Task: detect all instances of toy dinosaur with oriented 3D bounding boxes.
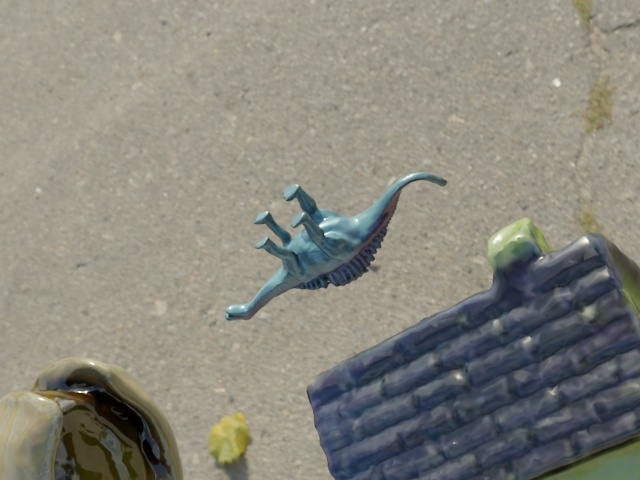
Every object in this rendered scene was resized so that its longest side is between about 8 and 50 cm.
[{"bbox_3d":[0.000,0.000,0.705,0.197,0.080,0.045,-34,38,17],"label":"toy dinosaur"}]

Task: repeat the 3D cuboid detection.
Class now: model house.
[{"bbox_3d":[0.110,0.101,0.523,0.194,0.211,0.170,-30,13,27],"label":"model house"}]

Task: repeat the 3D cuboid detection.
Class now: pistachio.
[{"bbox_3d":[-0.174,0.186,0.696,0.153,0.138,0.237,28,127,19],"label":"pistachio"}]
